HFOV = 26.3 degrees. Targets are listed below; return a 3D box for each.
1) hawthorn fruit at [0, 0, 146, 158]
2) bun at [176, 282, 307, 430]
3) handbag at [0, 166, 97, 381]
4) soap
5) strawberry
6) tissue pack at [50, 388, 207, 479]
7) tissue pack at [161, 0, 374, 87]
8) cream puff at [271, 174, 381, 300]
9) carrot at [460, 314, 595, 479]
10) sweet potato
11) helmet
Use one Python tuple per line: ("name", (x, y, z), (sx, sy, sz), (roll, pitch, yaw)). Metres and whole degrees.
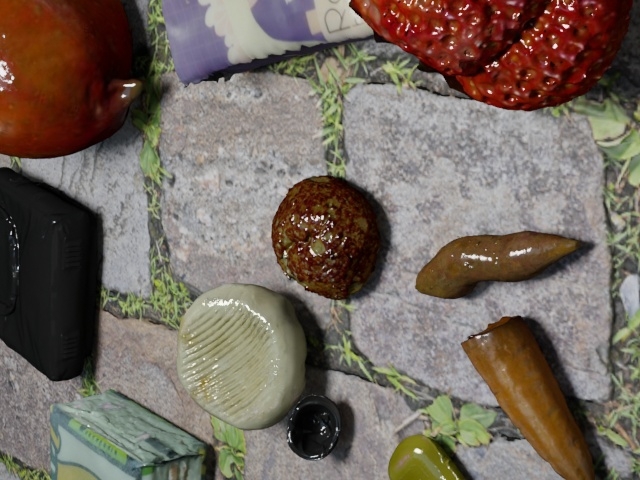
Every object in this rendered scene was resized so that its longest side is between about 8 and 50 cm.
("hawthorn fruit", (-0.388, -0.240, 1.780), (0.311, 0.295, 0.295), (48, 135, -5))
("bun", (-0.087, 0.135, 1.670), (0.183, 0.102, 0.183), (6, 103, 27))
("handbag", (-0.414, 0.045, 2.004), (0.244, 0.088, 0.275), (26, 121, 43))
("soap", (0.129, 0.281, 1.521), (0.140, 0.045, 0.089), (55, 130, 23))
("strawberry", (0.165, -0.253, 1.197), (0.288, 0.250, 0.238), (141, 148, -67))
("tissue pack", (-0.272, 0.392, 1.911), (0.228, 0.128, 0.310), (23, 116, 43))
("tissue pack", (-0.038, -0.314, 1.480), (0.344, 0.125, 0.242), (-6, 96, 47))
("cream puff", (0.000, 0.000, 1.556), (0.149, 0.084, 0.149), (17, 113, 45))
("carrot", (0.224, 0.170, 1.386), (0.205, 0.072, 0.072), (57, 135, 9))
("sweet potato", (0.171, 0.020, 1.399), (0.065, 0.051, 0.218), (41, 144, -24))
("helmet", (-0.003, 0.218, 1.640), (0.065, 0.049, 0.084), (24, 102, 9))
